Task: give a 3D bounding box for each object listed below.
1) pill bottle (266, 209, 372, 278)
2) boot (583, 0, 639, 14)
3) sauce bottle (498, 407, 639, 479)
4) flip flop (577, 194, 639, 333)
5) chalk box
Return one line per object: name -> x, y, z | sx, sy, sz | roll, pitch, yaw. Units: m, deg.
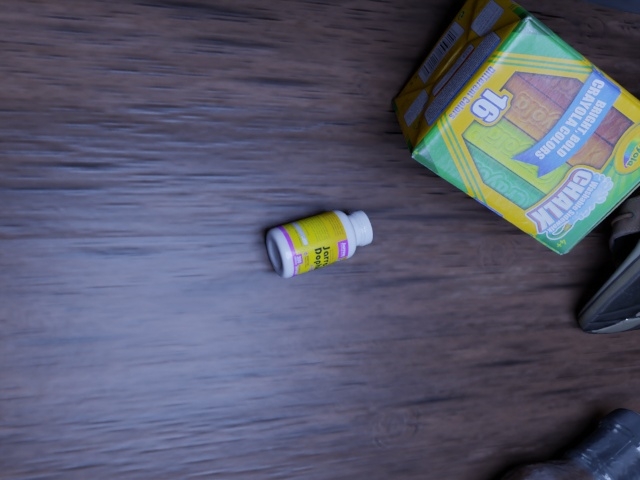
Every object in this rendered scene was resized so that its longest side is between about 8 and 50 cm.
pill bottle -> 0.000, 0.000, 0.580 | 0.083, 0.043, 0.043 | -18, 97, -19
boot -> 0.185, -0.321, 0.576 | 0.378, 0.138, 0.284 | 20, 45, 16
sauce bottle -> 0.170, 0.273, 0.611 | 0.345, 0.111, 0.111 | -32, 101, -16
flip flop -> 0.315, -0.020, 0.629 | 0.112, 0.080, 0.276 | -1, 128, -15
chalk box -> 0.187, -0.089, 0.579 | 0.213, 0.132, 0.132 | 29, 115, -18
